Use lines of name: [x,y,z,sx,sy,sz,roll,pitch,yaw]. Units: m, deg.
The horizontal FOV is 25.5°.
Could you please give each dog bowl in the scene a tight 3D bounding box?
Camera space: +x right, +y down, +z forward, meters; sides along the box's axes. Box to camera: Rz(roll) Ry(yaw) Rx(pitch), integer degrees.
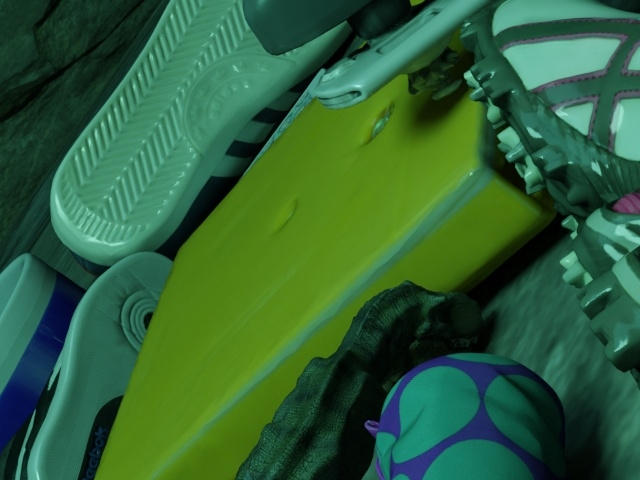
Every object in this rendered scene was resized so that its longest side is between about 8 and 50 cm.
dog bowl: [-0.279,0.147,1.195,0.265,0.104,0.265,-49,18,21]

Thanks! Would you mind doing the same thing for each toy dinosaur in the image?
toy dinosaur: [-0.014,0.113,0.512,0.268,0.064,0.118,-51,-25,-52]

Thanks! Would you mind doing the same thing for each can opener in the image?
can opener: [0.099,-0.153,0.618,0.280,0.093,0.074,-34,17,-3]

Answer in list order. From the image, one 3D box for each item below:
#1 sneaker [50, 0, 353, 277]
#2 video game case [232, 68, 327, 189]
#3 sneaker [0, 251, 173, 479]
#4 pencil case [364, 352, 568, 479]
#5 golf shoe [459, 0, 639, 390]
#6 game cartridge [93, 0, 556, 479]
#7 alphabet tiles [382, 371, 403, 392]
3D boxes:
sneaker: [-0.087,-0.110,1.140,0.350,0.131,0.148,-49,-11,-18]
video game case: [-0.030,-0.047,1.014,0.157,0.019,0.143,-53,16,8]
sneaker: [-0.173,0.111,1.003,0.121,0.079,0.217,-37,25,47]
pencil case: [0.041,0.104,0.422,0.070,0.064,0.151,-19,30,22]
golf shoe: [0.123,-0.025,0.426,0.120,0.105,0.273,-36,26,11]
game cartridge: [0.000,0.000,0.756,0.323,0.053,0.285,-46,17,32]
alphabet tiles: [-0.012,0.079,0.731,0.237,0.009,0.198,-55,16,0]
